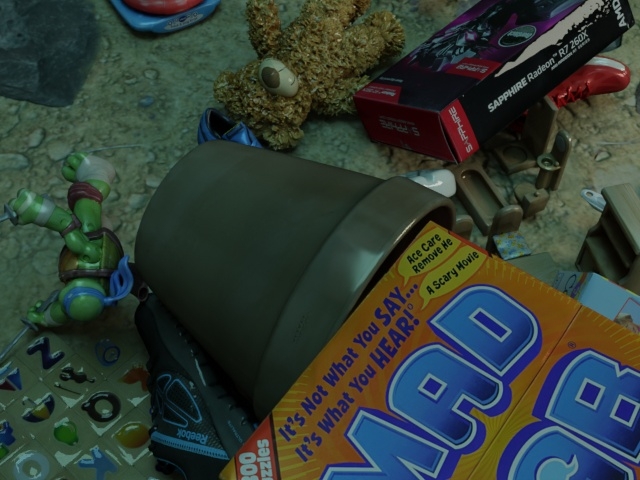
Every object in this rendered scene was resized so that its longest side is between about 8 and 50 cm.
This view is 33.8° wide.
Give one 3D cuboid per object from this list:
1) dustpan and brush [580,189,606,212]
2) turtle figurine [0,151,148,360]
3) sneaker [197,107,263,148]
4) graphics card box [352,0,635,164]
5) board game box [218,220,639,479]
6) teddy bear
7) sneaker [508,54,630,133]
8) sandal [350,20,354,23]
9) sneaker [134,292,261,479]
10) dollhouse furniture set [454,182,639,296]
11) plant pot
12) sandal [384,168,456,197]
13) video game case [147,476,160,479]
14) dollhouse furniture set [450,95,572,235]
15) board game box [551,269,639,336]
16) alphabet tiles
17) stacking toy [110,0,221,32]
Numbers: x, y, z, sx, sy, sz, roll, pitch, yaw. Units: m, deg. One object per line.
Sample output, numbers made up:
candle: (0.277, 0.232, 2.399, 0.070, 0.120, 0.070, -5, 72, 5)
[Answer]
dustpan and brush: (0.456, -0.005, 1.484, 0.211, 0.060, 0.147, 34, 70, 27)
turtle figurine: (-0.353, 0.010, 1.333, 0.274, 0.198, 0.266, -22, 29, 12)
sneaker: (-0.107, -0.115, 1.532, 0.069, 0.082, 0.209, -33, 62, -28)
graphics card box: (0.254, -0.266, 1.562, 0.371, 0.094, 0.232, -37, 27, -17)
board game box: (0.146, 0.280, 1.066, 0.356, 0.357, 0.356, 30, 56, 19)
teddy bear: (-0.006, -0.289, 1.623, 0.338, 0.113, 0.245, -24, 94, -28)
sneaker: (0.376, -0.217, 1.652, 0.221, 0.087, 0.128, -1, 60, 11)
sandal: (-0.006, -0.335, 1.725, 0.180, 0.072, 0.049, -27, 80, -27)
sneaker: (-0.162, 0.191, 1.248, 0.139, 0.125, 0.341, -44, 45, 4)
dollhouse furniture set: (0.303, 0.035, 1.389, 0.242, 0.161, 0.212, -12, 54, -12)
plant pot: (-0.047, 0.031, 1.194, 0.280, 0.323, 0.323, 29, 56, 17)
sandal: (0.003, 0.001, 1.428, 0.416, 0.169, 0.102, -19, 97, -10)
video game case: (-0.183, 0.339, 1.205, 0.087, 0.011, 0.122, 19, 54, 10)
dollhouse furniture set: (0.278, -0.117, 1.529, 0.151, 0.123, 0.144, -18, 55, -17)
board game box: (0.387, 0.160, 1.237, 0.275, 0.142, 0.144, 28, 89, -3)
alphabet tiles: (-0.287, 0.258, 1.276, 0.342, 0.011, 0.285, 36, 58, 22)
stacking toy: (-0.259, -0.498, 1.678, 0.175, 0.302, 0.166, -25, 57, -22)
